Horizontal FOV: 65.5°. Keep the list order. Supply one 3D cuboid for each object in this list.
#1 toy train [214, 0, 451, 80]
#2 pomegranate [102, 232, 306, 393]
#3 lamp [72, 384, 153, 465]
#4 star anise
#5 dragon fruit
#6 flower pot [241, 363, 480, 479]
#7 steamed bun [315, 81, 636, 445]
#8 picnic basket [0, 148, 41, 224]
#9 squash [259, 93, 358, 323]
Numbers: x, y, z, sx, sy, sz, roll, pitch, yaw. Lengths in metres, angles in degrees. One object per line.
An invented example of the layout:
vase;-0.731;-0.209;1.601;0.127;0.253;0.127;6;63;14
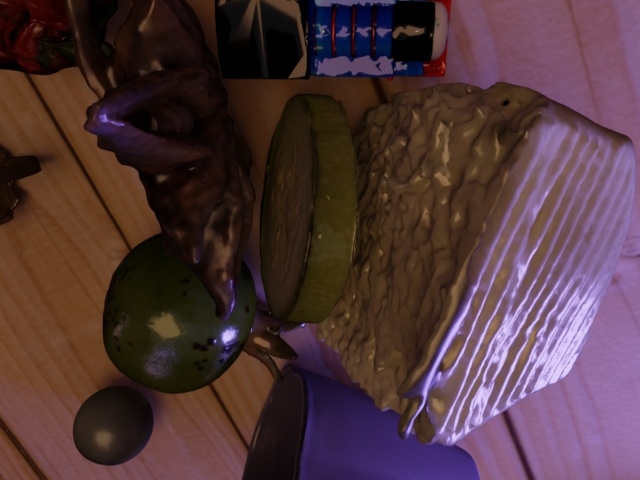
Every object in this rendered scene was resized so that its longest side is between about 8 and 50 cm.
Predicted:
toy train;0.016;-0.188;0.452;0.204;0.131;0.082;2;110;7
pomegranate;-0.129;0.090;0.569;0.224;0.181;0.181;27;114;-27
lamp;-0.281;0.251;0.677;0.105;0.105;0.105;3;111;7
star anise;-0.131;-0.109;0.435;0.109;0.292;0.349;-20;143;-3
dragon fruit;-0.278;-0.247;0.458;0.182;0.188;0.182;-13;133;-15
flower pot;0.043;0.304;0.581;0.243;0.265;0.265;19;112;-9
steamed bun;0.109;-0.005;0.471;0.273;0.272;0.290;-1;117;-36
picnic basket;-0.402;-0.071;0.556;0.178;0.128;0.137;-3;114;28
squash;-0.020;-0.031;0.480;0.041;0.219;0.219;5;113;-18
